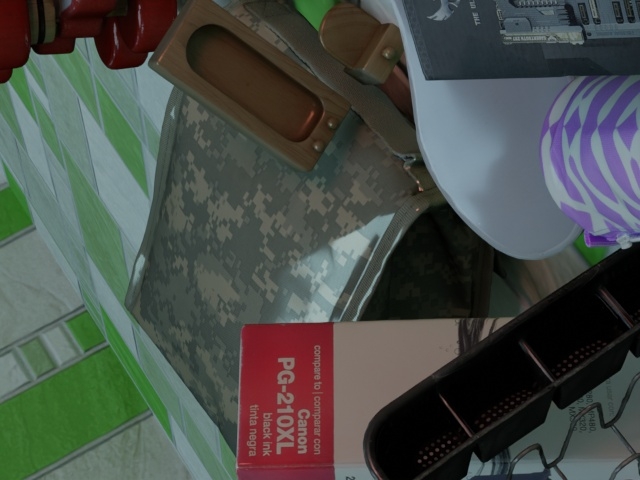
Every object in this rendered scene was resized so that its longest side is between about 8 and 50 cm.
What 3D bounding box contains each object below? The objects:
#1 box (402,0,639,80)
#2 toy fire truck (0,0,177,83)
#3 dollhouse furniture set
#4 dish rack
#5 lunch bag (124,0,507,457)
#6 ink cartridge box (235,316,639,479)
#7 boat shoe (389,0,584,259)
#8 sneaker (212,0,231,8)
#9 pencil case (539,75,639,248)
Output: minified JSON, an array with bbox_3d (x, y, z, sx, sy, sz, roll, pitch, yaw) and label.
[{"bbox_3d":[0.097,-0.170,0.585,0.183,0.059,0.233,1,125,32],"label":"box"},{"bbox_3d":[-0.244,-0.281,1.488,0.302,0.169,0.254,176,85,-72],"label":"toy fire truck"},{"bbox_3d":[-0.008,-0.139,0.937,0.144,0.151,0.123,35,171,-19],"label":"dollhouse furniture set"},{"bbox_3d":[0.175,0.151,0.797,0.271,0.208,0.074,53,169,23],"label":"dish rack"},{"bbox_3d":[0.000,0.000,1.124,0.235,0.169,0.287,50,139,34],"label":"lunch bag"},{"bbox_3d":[0.076,0.130,0.967,0.172,0.237,0.100,85,-175,-54],"label":"ink cartridge box"},{"bbox_3d":[0.084,-0.120,0.837,0.095,0.084,0.258,-16,95,30],"label":"boat shoe"},{"bbox_3d":[-0.054,-0.224,1.070,0.091,0.094,0.258,42,161,29],"label":"sneaker"},{"bbox_3d":[0.168,-0.031,0.701,0.206,0.086,0.088,-166,83,-71],"label":"pencil case"}]
